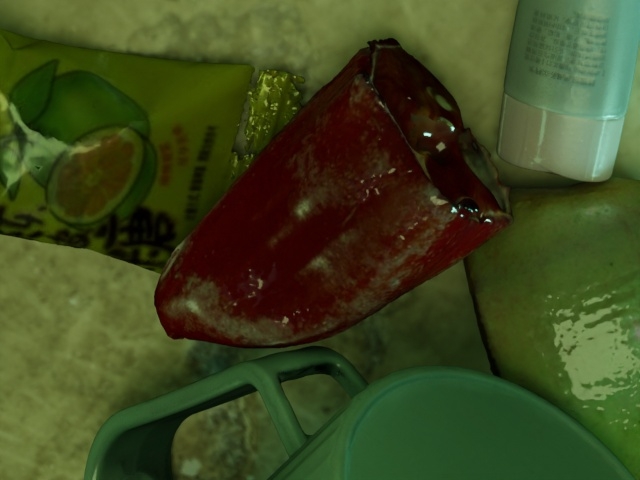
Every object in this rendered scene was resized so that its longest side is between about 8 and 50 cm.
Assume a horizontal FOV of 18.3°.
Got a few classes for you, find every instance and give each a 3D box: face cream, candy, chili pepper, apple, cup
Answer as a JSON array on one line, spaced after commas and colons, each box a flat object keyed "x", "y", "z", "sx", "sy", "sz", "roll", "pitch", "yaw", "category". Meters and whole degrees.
[{"x": 0.167, "y": -0.139, "z": 1.290, "sx": 0.084, "sy": 0.057, "sz": 0.198, "roll": 16, "pitch": 115, "yaw": 17, "category": "face cream"}, {"x": -0.171, "y": -0.056, "z": 1.352, "sx": 0.297, "sy": 0.081, "sz": 0.187, "roll": 10, "pitch": 114, "yaw": -13, "category": "candy"}, {"x": 0.000, "y": 0.000, "z": 1.325, "sx": 0.252, "sy": 0.136, "sz": 0.144, "roll": -42, "pitch": 112, "yaw": 19, "category": "chili pepper"}, {"x": 0.208, "y": 0.079, "z": 1.338, "sx": 0.193, "sy": 0.120, "sz": 0.265, "roll": -16, "pitch": 111, "yaw": 18, "category": "apple"}, {"x": -0.010, "y": 0.270, "z": 1.301, "sx": 0.401, "sy": 0.310, "sz": 0.392, "roll": 38, "pitch": 127, "yaw": 0, "category": "cup"}]
